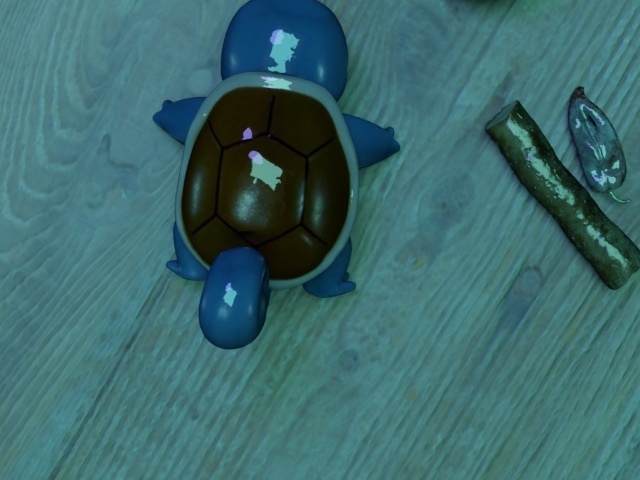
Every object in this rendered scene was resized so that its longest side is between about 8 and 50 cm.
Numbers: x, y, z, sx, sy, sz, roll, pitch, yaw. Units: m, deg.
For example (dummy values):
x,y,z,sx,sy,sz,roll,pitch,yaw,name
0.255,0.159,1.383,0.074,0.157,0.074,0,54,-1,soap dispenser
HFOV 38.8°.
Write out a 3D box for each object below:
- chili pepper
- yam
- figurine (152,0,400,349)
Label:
x,y,z,sx,sy,sz,roll,pitch,yaw,name
0.334,-0.113,1.096,0.050,0.041,0.153,-17,90,-16,chili pepper
0.290,-0.055,1.087,0.061,0.061,0.253,-38,89,0,yam
-0.071,-0.064,1.029,0.297,0.243,0.417,6,69,9,figurine
